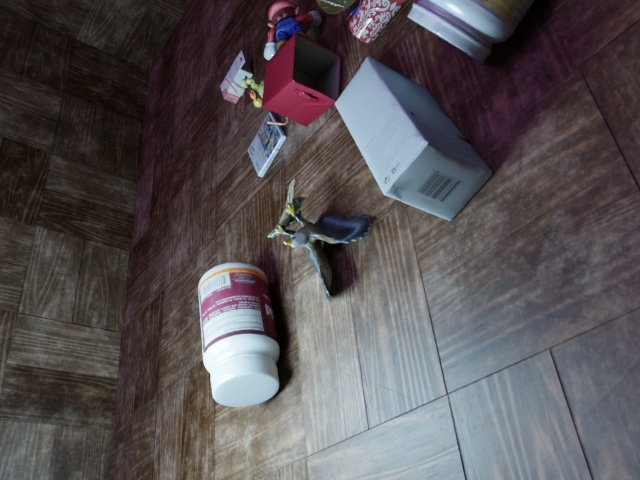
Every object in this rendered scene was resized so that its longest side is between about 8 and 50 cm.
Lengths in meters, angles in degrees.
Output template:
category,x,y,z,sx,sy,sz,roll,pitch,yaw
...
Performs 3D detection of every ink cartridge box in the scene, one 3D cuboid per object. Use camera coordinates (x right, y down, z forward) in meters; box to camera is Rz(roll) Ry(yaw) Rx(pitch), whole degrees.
category,x,y,z,sx,sy,sz,roll,pitch,yaw
ink cartridge box,-0.358,-0.715,2.594,0.198,0.067,0.115,-52,37,30

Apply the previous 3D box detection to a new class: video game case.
category,x,y,z,sx,sy,sz,roll,pitch,yaw
video game case,-0.203,-0.362,2.226,0.183,0.023,0.201,-56,35,24

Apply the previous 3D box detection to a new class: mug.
category,x,y,z,sx,sy,sz,roll,pitch,yaw
mug,0.169,-0.691,1.769,0.169,0.113,0.150,-50,23,38

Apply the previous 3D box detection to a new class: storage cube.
category,x,y,z,sx,sy,sz,roll,pitch,yaw
storage cube,-0.062,-0.522,1.946,0.193,0.184,0.214,-27,54,50

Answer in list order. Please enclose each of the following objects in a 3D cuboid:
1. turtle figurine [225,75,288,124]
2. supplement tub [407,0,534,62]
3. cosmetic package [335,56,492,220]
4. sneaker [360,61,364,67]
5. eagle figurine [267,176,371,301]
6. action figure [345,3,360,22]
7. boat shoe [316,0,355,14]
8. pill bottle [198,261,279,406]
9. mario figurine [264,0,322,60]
category,x,y,z,sx,sy,sz,roll,pitch,yaw
turtle figurine,-0.188,-0.559,2.130,0.217,0.270,0.087,-55,-2,-14
supplement tub,0.365,-0.584,1.285,0.331,0.241,0.241,-57,35,21
cosmetic package,0.203,-0.244,1.383,0.156,0.217,0.384,-52,40,29
sneaker,0.140,-0.407,1.693,0.132,0.086,0.228,-58,24,29
eagle figurine,-0.007,0.005,1.641,0.298,0.225,0.226,32,148,28
action figure,0.131,-0.753,1.917,0.115,0.030,0.038,-48,44,24
boat shoe,0.140,-0.828,1.848,0.342,0.123,0.123,-15,44,42
pill bottle,-0.243,0.277,1.778,0.224,0.224,0.392,-48,40,33
mario figurine,-0.095,-0.729,2.115,0.320,0.198,0.170,-101,22,-47
